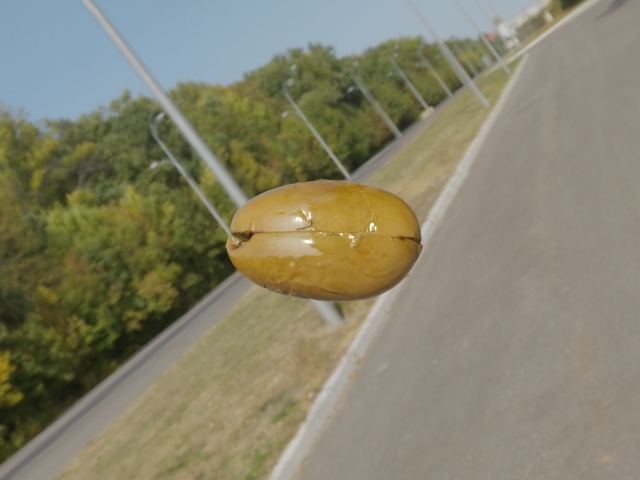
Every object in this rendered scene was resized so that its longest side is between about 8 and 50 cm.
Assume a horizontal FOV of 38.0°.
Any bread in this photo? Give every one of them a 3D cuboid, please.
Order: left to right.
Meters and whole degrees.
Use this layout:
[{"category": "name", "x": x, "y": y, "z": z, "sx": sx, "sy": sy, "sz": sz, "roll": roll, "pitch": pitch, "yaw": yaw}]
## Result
[{"category": "bread", "x": 0.000, "y": 0.000, "z": 0.865, "sx": 0.189, "sy": 0.114, "sz": 0.077, "roll": 1, "pitch": 1, "yaw": 8}]
